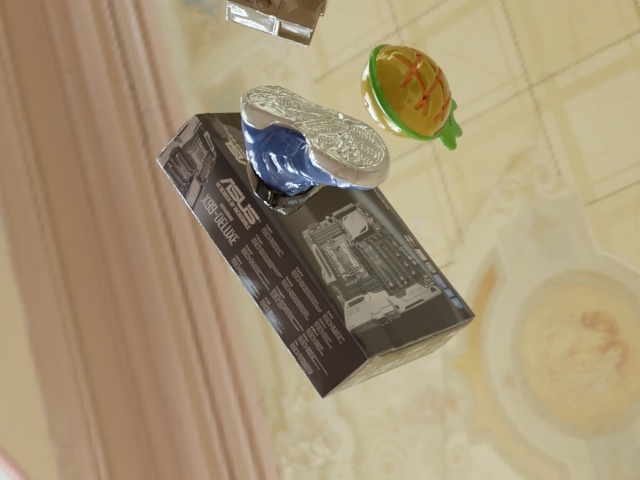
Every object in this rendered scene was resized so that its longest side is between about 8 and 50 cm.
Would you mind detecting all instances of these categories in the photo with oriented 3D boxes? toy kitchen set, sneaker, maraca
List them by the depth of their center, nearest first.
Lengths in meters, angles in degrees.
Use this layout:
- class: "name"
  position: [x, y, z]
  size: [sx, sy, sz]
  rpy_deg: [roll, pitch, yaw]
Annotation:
- class: "sneaker"
  position: [-0.005, -0.053, 0.896]
  size: [0.152, 0.058, 0.085]
  rpy_deg: [30, -46, 37]
- class: "toy kitchen set"
  position: [-0.027, -0.217, 0.959]
  size: [0.068, 0.075, 0.083]
  rpy_deg: [109, -1, -71]
- class: "maraca"
  position: [0.119, -0.178, 1.482]
  size: [0.099, 0.185, 0.127]
  rpy_deg: [-21, -116, 36]

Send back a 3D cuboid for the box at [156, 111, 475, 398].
- class: "box"
  position: [0.000, 0.000, 1.254]
  size: [0.076, 0.242, 0.307]
  rpy_deg: [-44, -107, 28]
